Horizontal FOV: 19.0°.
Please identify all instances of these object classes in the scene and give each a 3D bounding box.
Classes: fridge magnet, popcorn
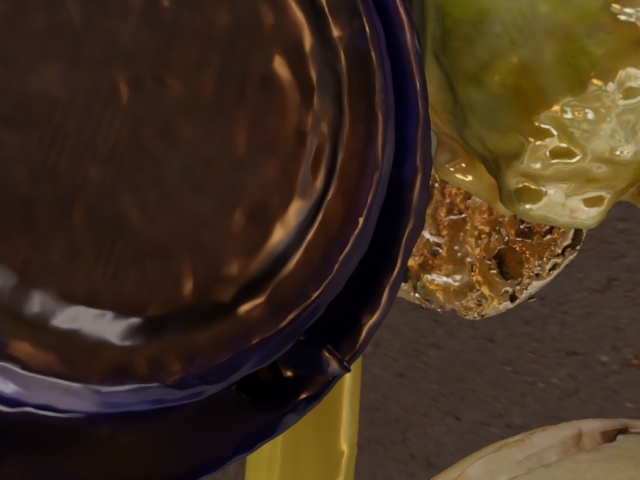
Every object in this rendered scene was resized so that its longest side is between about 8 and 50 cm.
[{"bbox_3d":[-0.080,-0.043,0.650,0.265,0.113,0.265,1,86,-22],"label":"fridge magnet"},{"bbox_3d":[0.138,-0.148,1.049,0.215,0.252,0.286,0,88,-8],"label":"popcorn"}]

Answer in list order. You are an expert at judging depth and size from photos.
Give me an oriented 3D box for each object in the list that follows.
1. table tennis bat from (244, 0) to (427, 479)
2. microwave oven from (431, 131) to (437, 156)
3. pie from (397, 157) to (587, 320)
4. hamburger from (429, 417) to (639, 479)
[{"bbox_3d":[0.000,0.000,0.916,0.054,0.224,0.368,9,99,21],"label":"table tennis bat"},{"bbox_3d":[0.153,-0.265,1.380,0.286,0.218,0.355,-11,70,-7],"label":"microwave oven"},{"bbox_3d":[0.133,-0.064,1.700,0.274,0.055,0.274,-9,73,32],"label":"pie"},{"bbox_3d":[0.098,0.204,0.642,0.300,0.176,0.300,-5,98,-32],"label":"hamburger"}]
